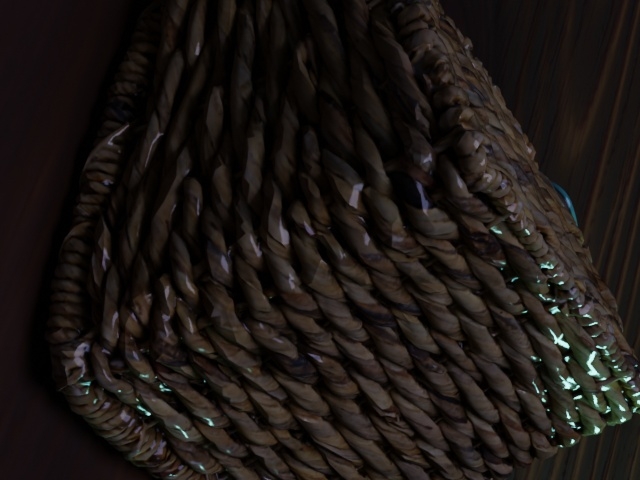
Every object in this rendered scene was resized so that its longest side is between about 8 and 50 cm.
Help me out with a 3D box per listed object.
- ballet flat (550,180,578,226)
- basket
[{"bbox_3d":[0.148,0.051,1.275,0.067,0.073,0.206,-38,126,-22],"label":"ballet flat"},{"bbox_3d":[0.000,0.000,0.945,0.299,0.223,0.213,46,18,-53],"label":"basket"}]
